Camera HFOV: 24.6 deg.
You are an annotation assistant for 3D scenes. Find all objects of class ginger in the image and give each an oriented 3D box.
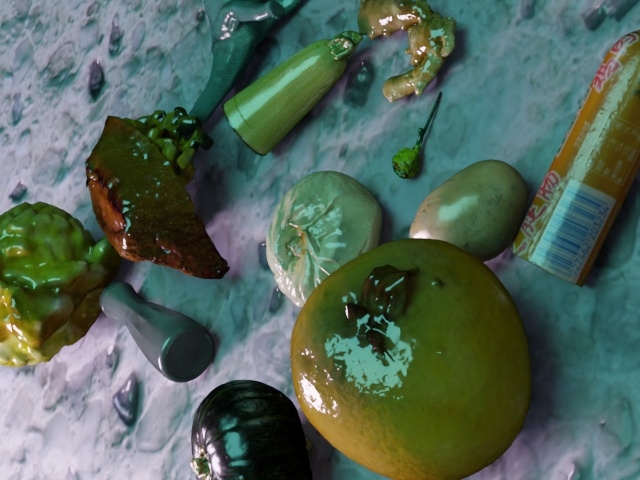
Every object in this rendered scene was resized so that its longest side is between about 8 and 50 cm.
[{"bbox_3d":[0.111,-0.272,1.901,0.176,0.052,0.193,-5,80,42],"label":"ginger"}]

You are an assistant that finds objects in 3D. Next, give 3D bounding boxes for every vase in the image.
[{"bbox_3d":[-0.238,0.120,2.065,0.214,0.086,0.086,30,96,49],"label":"vase"}]

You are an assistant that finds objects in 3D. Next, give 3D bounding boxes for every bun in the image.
[{"bbox_3d":[0.000,0.000,1.862,0.164,0.111,0.188,7,77,41],"label":"bun"}]

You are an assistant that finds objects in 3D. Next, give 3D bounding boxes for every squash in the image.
[{"bbox_3d":[-0.028,-0.212,1.980,0.224,0.094,0.094,-38,53,23],"label":"squash"},{"bbox_3d":[-0.085,0.268,1.808,0.193,0.155,0.193,-173,90,-85],"label":"squash"}]

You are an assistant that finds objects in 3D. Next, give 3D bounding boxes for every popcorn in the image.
[{"bbox_3d":[-0.414,0.064,2.165,0.251,0.206,0.237,-10,51,22],"label":"popcorn"}]

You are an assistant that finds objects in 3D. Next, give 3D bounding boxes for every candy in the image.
[{"bbox_3d":[0.127,-0.134,1.853,0.035,0.035,0.123,22,83,41],"label":"candy"}]

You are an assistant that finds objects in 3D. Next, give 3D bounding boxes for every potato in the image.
[{"bbox_3d":[0.178,-0.030,1.718,0.147,0.112,0.112,-42,51,15],"label":"potato"}]

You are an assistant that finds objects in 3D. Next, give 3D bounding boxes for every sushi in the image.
[{"bbox_3d":[-0.232,-0.071,2.063,0.296,0.179,0.167,47,152,52],"label":"sushi"}]

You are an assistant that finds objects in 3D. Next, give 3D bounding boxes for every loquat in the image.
[{"bbox_3d":[0.100,0.126,1.612,0.274,0.274,0.275,-16,65,38],"label":"loquat"}]

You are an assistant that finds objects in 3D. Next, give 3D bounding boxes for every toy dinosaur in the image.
[{"bbox_3d":[-0.157,-0.332,2.147,0.331,0.129,0.384,-38,51,38],"label":"toy dinosaur"}]

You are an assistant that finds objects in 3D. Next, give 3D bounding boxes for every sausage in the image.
[{"bbox_3d":[0.316,-0.107,1.622,0.093,0.093,0.312,29,96,44],"label":"sausage"}]
